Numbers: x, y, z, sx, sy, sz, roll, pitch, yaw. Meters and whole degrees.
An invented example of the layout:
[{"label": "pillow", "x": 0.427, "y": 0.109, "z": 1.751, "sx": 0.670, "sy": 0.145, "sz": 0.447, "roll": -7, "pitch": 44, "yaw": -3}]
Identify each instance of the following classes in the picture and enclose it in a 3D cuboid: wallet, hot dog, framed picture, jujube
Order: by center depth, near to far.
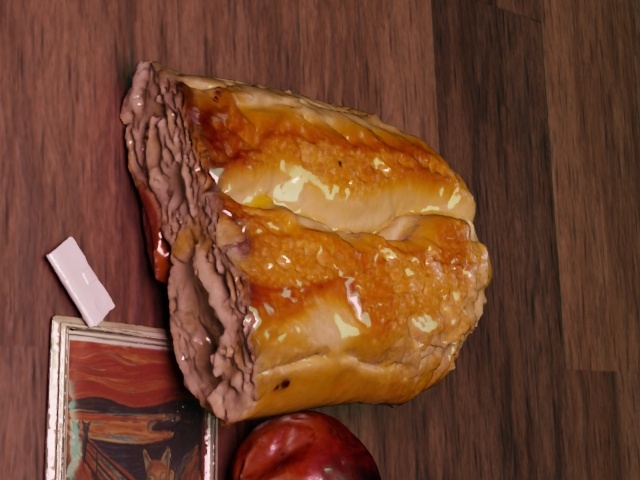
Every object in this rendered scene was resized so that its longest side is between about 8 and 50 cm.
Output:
[{"label": "wallet", "x": -0.230, "y": 0.040, "z": 1.313, "sx": 0.083, "sy": 0.011, "sz": 0.044, "roll": 60, "pitch": 31, "yaw": -13}, {"label": "framed picture", "x": -0.177, "y": 0.216, "z": 1.335, "sx": 0.216, "sy": 0.016, "sz": 0.273, "roll": 10, "pitch": 74, "yaw": -45}, {"label": "jujube", "x": 0.001, "y": 0.279, "z": 1.413, "sx": 0.236, "sy": 0.168, "sz": 0.168, "roll": 56, "pitch": 46, "yaw": -40}, {"label": "hot dog", "x": 0.000, "y": 0.000, "z": 1.418, "sx": 0.365, "sy": 0.196, "sz": 0.367, "roll": -1, "pitch": 65, "yaw": -36}]
